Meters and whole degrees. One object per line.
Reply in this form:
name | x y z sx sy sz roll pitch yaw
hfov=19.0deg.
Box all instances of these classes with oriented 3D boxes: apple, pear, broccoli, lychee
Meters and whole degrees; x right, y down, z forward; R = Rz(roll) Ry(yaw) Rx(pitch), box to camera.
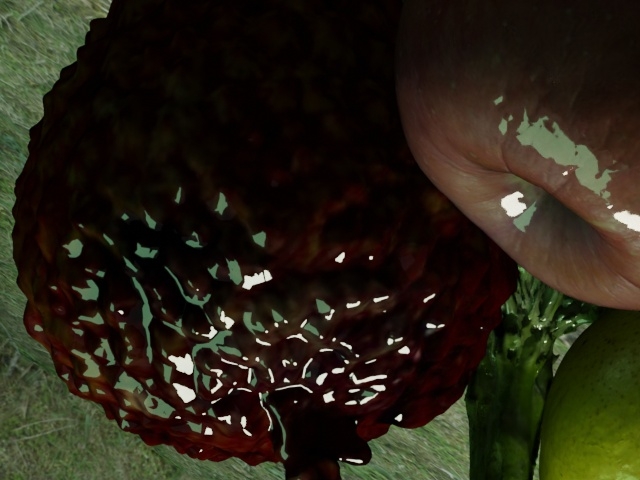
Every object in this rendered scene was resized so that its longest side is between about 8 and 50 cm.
apple | 0.196 -0.104 1.290 0.305 0.235 0.306 33 162 12
pear | 0.321 0.164 1.589 0.294 0.294 0.294 32 158 15
broccoli | 0.171 0.128 1.736 0.145 0.304 0.165 16 159 -24
lychee | -0.041 -0.001 1.550 0.424 0.500 0.424 -3 154 -2
